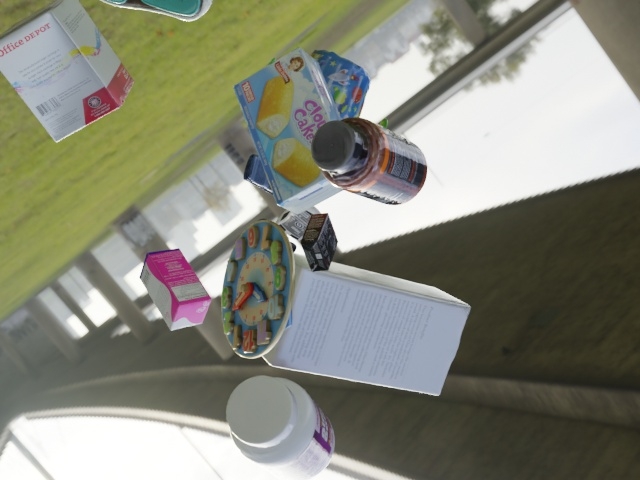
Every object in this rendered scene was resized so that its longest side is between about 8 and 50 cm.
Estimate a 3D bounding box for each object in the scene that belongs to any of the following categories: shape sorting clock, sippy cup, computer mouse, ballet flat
[{"bbox_3d":[-0.098,0.071,1.215,0.040,0.206,0.206,6,159,-35],"label":"shape sorting clock"},{"bbox_3d":[0.009,-0.345,2.061,0.240,0.305,0.224,24,-93,44],"label":"sippy cup"},{"bbox_3d":[-0.050,-0.033,1.683,0.193,0.106,0.042,-30,-155,51],"label":"computer mouse"},{"bbox_3d":[-0.457,-0.657,2.103,0.139,0.400,0.139,20,90,-82],"label":"ballet flat"}]

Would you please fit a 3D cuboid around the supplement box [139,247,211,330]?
[{"bbox_3d":[-0.428,0.141,2.416,0.114,0.220,0.111,-9,139,-37],"label":"supplement box"}]

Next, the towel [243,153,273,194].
[{"bbox_3d":[-0.124,-0.149,1.897,0.029,0.119,0.067,0,-109,47],"label":"towel"}]

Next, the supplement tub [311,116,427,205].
[{"bbox_3d":[0.068,-0.115,1.174,0.106,0.106,0.198,-35,156,23],"label":"supplement tub"}]

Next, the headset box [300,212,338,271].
[{"bbox_3d":[0.000,0.000,1.323,0.032,0.062,0.083,-6,-143,20],"label":"headset box"}]

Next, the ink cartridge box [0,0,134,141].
[{"bbox_3d":[-0.404,-0.275,1.291,0.128,0.176,0.127,-24,-152,14],"label":"ink cartridge box"}]

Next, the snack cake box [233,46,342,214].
[{"bbox_3d":[-0.040,-0.201,1.514,0.152,0.264,0.089,-28,158,18],"label":"snack cake box"}]

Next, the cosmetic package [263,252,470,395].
[{"bbox_3d":[0.091,0.188,1.867,0.161,0.453,0.230,31,-76,62],"label":"cosmetic package"}]

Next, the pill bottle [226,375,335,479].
[{"bbox_3d":[-0.078,0.362,1.594,0.169,0.169,0.301,-40,153,-7],"label":"pill bottle"}]
